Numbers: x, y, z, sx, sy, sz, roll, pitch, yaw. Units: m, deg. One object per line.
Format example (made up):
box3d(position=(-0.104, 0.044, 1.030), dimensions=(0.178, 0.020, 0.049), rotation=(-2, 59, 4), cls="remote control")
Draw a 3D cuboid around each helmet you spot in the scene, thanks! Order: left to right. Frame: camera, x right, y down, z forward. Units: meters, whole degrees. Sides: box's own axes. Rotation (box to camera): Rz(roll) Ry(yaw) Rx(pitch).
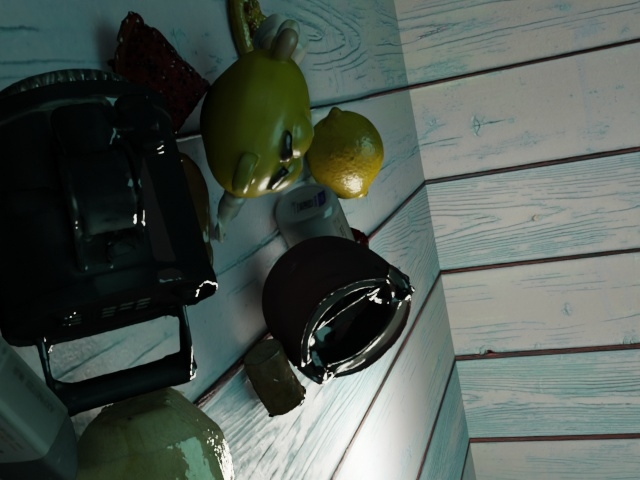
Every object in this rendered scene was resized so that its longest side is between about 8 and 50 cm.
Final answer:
box3d(position=(0.019, 0.118, 1.331), dimensions=(0.197, 0.271, 0.338), rotation=(43, 4, 28), cls="helmet")

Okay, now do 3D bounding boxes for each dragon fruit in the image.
box3d(position=(-0.241, -0.228, 0.985), dimensions=(0.161, 0.127, 0.120), rotation=(45, -6, -23), cls="dragon fruit")

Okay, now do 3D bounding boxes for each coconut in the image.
box3d(position=(-0.187, 0.272, 0.794), dimensions=(0.194, 0.194, 0.194), rotation=(-8, 90, -70), cls="coconut")

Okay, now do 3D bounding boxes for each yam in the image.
box3d(position=(-0.082, 0.240, 1.228), dimensions=(0.084, 0.084, 0.127), rotation=(-68, 141, -53), cls="yam")

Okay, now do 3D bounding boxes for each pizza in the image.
box3d(position=(-0.134, -0.426, 1.377), dimensions=(0.134, 0.046, 0.175), rotation=(-53, 132, -63), cls="pizza")

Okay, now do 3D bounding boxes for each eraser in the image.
box3d(position=(-0.323, 0.103, 0.604), dimensions=(0.061, 0.089, 0.352), rotation=(-79, 154, -47), cls="eraser")

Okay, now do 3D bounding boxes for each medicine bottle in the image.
box3d(position=(0.000, 0.000, 1.457), dimensions=(0.135, 0.135, 0.215), rotation=(-76, 152, -45), cls="medicine bottle")

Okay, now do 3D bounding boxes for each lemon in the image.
box3d(position=(0.056, -0.196, 1.619), dimensions=(0.187, 0.186, 0.244), rotation=(-75, 155, -47), cls="lemon")

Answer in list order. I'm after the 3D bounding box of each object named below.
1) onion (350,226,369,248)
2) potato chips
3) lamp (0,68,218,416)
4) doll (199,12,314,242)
box3d(position=(0.056, 0.028, 1.633), dimensions=(0.131, 0.131, 0.131), rotation=(-8, 90, -70), cls="onion")
box3d(position=(-0.215, -0.019, 0.983), dimensions=(0.208, 0.061, 0.195), rotation=(64, 30, -43), cls="potato chips")
box3d(position=(-0.231, -0.026, 0.707), dimensions=(0.374, 0.205, 0.272), rotation=(109, -37, -53), cls="lamp")
box3d(position=(-0.103, -0.187, 1.084), dimensions=(0.348, 0.161, 0.423), rotation=(126, -23, -59), cls="doll")
